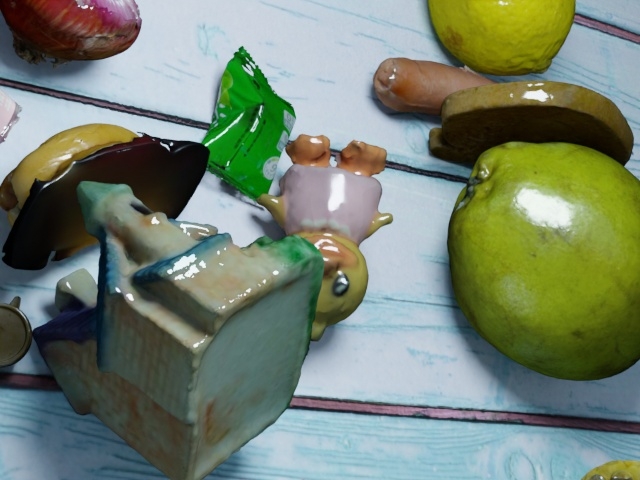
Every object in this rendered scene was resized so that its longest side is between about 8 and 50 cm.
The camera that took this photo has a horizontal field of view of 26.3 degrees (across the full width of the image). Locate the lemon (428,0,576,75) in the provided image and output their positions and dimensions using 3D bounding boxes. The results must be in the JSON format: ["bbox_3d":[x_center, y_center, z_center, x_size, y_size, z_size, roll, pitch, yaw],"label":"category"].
[{"bbox_3d":[0.300,-0.406,2.278,0.267,0.267,0.267,17,61,-33],"label":"lemon"}]

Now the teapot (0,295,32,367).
[{"bbox_3d":[-0.379,0.120,1.610,0.076,0.068,0.121,20,78,-5],"label":"teapot"}]

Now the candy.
[{"bbox_3d":[-0.101,-0.162,1.956,0.141,0.078,0.203,28,60,-27],"label":"candy"}]

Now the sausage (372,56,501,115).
[{"bbox_3d":[0.250,-0.230,2.258,0.419,0.094,0.094,9,75,-37],"label":"sausage"}]

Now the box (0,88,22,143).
[{"bbox_3d":[-0.442,-0.153,1.627,0.135,0.151,0.151,43,49,-27],"label":"box"}]

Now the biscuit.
[{"bbox_3d":[0.325,-0.171,2.166,0.367,0.314,0.063,32,59,-60],"label":"biscuit"}]

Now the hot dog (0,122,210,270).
[{"bbox_3d":[-0.295,-0.063,1.725,0.107,0.194,0.326,31,15,25],"label":"hot dog"}]

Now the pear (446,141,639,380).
[{"bbox_3d":[0.376,0.028,2.099,0.413,0.352,0.352,42,49,-30],"label":"pear"}]

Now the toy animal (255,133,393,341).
[{"bbox_3d":[0.000,0.004,1.908,0.195,0.169,0.281,7,60,0],"label":"toy animal"}]

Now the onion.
[{"bbox_3d":[-0.345,-0.305,1.775,0.230,0.163,0.230,34,21,-15],"label":"onion"}]

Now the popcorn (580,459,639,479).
[{"bbox_3d":[0.480,0.455,2.060,0.190,0.250,0.250,8,60,-76],"label":"popcorn"}]

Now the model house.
[{"bbox_3d":[-0.185,0.082,1.629,0.280,0.312,0.245,34,46,24],"label":"model house"}]
